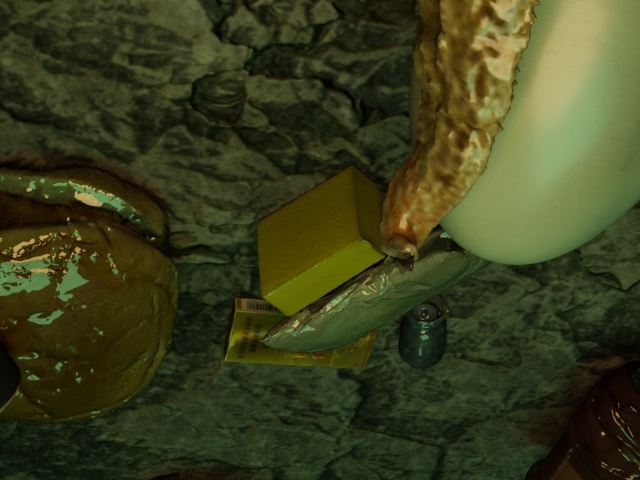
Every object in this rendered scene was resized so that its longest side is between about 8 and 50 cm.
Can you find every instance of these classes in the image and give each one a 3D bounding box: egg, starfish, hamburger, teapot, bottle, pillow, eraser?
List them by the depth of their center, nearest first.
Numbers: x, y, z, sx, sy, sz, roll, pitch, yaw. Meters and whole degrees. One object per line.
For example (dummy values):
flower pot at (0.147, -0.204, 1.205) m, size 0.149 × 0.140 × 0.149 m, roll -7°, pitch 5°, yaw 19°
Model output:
starfish at (0.067, -0.236, 0.893) m, size 0.082 × 0.324 × 0.432 m, roll -9°, pitch 139°, yaw -37°
egg at (0.185, -0.158, 0.996) m, size 0.230 × 0.230 × 0.371 m, roll 16°, pitch 104°, yaw -22°
eraser at (0.000, 0.000, 1.298) m, size 0.122 × 0.097 × 0.045 m, roll -32°, pitch 131°, yaw 25°
hamburger at (-0.269, 0.064, 1.319) m, size 0.265 × 0.134 × 0.285 m, roll 1°, pitch 140°, yaw -4°
pillow at (0.061, 0.052, 1.341) m, size 0.229 × 0.050 × 0.148 m, roll -29°, pitch 159°, yaw 25°
teapot at (0.102, 0.091, 1.451) m, size 0.049 × 0.063 × 0.083 m, roll -34°, pitch 145°, yaw -30°
bottle at (0.350, 0.225, 1.542) m, size 0.156 × 0.143 × 0.271 m, roll -5°, pitch 136°, yaw -42°

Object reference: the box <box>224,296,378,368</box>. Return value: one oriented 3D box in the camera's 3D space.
box at (-0.020, 0.099, 1.460) m, size 0.156 × 0.022 × 0.089 m, roll 6°, pitch 138°, yaw -11°

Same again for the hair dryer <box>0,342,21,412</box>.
hair dryer at (-0.401, 0.130, 1.197) m, size 0.255 × 0.070 × 0.128 m, roll -25°, pitch 131°, yaw -5°
